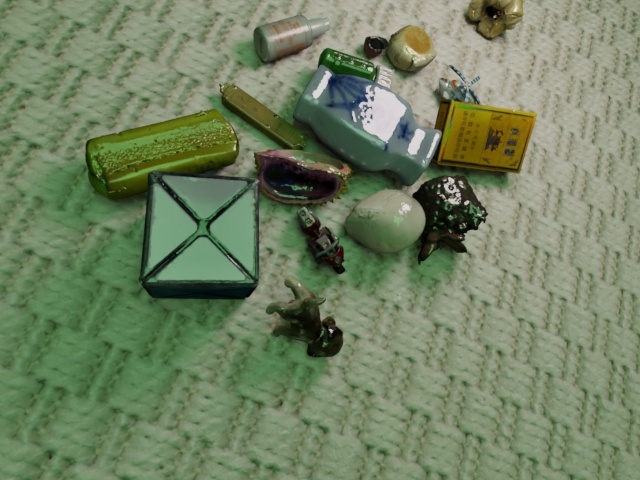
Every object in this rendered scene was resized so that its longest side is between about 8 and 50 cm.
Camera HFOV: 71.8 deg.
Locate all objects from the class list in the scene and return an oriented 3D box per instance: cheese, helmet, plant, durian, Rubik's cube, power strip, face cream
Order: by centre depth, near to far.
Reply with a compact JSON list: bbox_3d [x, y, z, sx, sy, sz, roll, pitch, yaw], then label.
[{"bbox_3d":[-0.279,0.004,1.045,0.259,0.260,0.255,0,74,-12],"label":"Rubik's cube"},{"bbox_3d":[-0.047,-0.192,1.234,0.260,0.154,0.187,21,48,-3],"label":"durian"},{"bbox_3d":[0.193,-0.051,1.237,0.198,0.189,0.154,-34,118,-20],"label":"cheese"},{"bbox_3d":[0.369,-0.067,1.282,0.204,0.178,0.234,-5,70,-19],"label":"plant"},{"bbox_3d":[-0.171,-0.357,1.288,0.305,0.044,0.064,35,70,-5],"label":"power strip"},{"bbox_3d":[-0.075,-0.633,1.358,0.251,0.101,0.101,-27,84,-20],"label":"face cream"},{"bbox_3d":[0.178,-0.633,1.454,0.084,0.049,0.065,-4,67,-18],"label":"helmet"}]

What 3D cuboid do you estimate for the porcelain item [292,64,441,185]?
[{"bbox_3d":[0.132,-0.330,1.290,0.405,0.178,0.243,29,70,-3],"label":"porcelain item"}]

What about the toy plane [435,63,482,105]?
[{"bbox_3d":[0.506,-0.456,1.485,0.273,0.107,0.182,23,62,-23],"label":"toy plane"}]

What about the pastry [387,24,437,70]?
[{"bbox_3d":[0.303,-0.635,1.468,0.165,0.088,0.166,4,75,-13],"label":"pastry"}]

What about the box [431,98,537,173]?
[{"bbox_3d":[0.506,-0.326,1.393,0.301,0.084,0.193,4,111,-14],"label":"box"}]

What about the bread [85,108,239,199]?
[{"bbox_3d":[-0.402,-0.222,1.149,0.383,0.112,0.166,-22,84,-21],"label":"bread"}]

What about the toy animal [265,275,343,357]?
[{"bbox_3d":[-0.034,0.198,1.111,0.168,0.233,0.121,14,53,31],"label":"toy animal"}]

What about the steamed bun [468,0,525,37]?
[{"bbox_3d":[0.622,-0.806,1.566,0.192,0.177,0.106,36,77,-18],"label":"steamed bun"}]

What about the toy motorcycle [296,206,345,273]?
[{"bbox_3d":[-0.001,0.001,1.195,0.082,0.122,0.213,-35,85,-7],"label":"toy motorcycle"}]

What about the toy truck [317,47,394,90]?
[{"bbox_3d":[0.105,-0.506,1.360,0.242,0.125,0.101,15,71,-12],"label":"toy truck"}]
